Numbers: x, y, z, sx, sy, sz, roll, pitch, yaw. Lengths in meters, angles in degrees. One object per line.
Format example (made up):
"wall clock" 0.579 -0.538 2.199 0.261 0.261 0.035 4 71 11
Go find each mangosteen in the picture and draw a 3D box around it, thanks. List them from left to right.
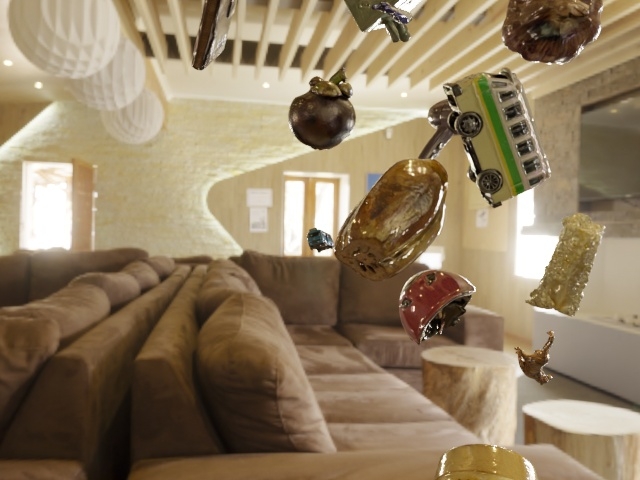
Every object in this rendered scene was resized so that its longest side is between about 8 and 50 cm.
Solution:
"mangosteen" 0.010 -0.363 1.626 0.194 0.230 0.194 12 19 -4

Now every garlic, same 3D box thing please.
"garlic" 0.562 -0.547 1.438 0.245 0.245 0.160 1 -3 10

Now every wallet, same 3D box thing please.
"wallet" -0.202 -0.459 1.174 0.042 0.230 0.124 22 41 0

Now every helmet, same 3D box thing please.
"helmet" 0.267 0.145 1.446 0.154 0.198 0.253 49 4 29

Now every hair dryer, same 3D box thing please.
"hair dryer" 0.378 -0.274 1.807 0.121 0.361 0.301 36 -4 -31

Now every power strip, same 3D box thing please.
"power strip" 0.144 -0.548 1.311 0.139 0.224 0.140 -31 2 -44

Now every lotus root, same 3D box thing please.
"lotus root" 0.164 -0.047 1.226 0.193 0.291 0.193 31 -27 17

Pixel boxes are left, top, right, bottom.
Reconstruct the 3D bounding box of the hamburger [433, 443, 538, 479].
"hamburger" 0.444 0.673 1.581 0.300 0.176 0.300 11 -41 9

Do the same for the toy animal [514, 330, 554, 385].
"toy animal" 0.720 0.386 1.963 0.114 0.116 0.255 -12 -34 -2

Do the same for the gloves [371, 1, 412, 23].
"gloves" 0.138 -0.442 1.150 0.064 0.026 0.086 36 26 30

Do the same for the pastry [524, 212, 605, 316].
"pastry" 0.615 0.061 1.459 0.121 0.258 0.089 22 8 -4

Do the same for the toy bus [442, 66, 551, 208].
"toy bus" 0.414 -0.253 1.401 0.179 0.305 0.143 -22 13 10

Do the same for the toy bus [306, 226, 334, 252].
"toy bus" 0.000 0.000 1.358 0.038 0.046 0.083 -17 -15 18
